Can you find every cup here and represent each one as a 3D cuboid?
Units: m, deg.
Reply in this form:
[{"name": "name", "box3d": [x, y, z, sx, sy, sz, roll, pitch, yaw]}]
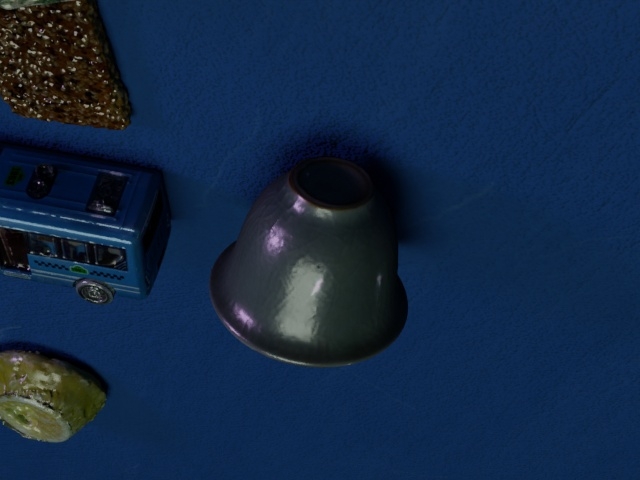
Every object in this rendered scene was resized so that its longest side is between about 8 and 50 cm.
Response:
[{"name": "cup", "box3d": [0.000, 0.000, 1.276, 0.199, 0.199, 0.150, 14, 130, 3]}]

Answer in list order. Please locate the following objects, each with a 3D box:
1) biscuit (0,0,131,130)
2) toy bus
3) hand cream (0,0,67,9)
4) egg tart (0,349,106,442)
[{"name": "biscuit", "box3d": [-0.256, -0.183, 1.218, 0.131, 0.026, 0.237, 7, 148, 11]}, {"name": "toy bus", "box3d": [-0.287, -0.025, 1.395, 0.246, 0.113, 0.134, 11, 144, 5]}, {"name": "hand cream", "box3d": [-0.267, -0.282, 1.030, 0.095, 0.059, 0.276, -4, 143, 18]}, {"name": "egg tart", "box3d": [-0.396, 0.219, 1.861, 0.197, 0.078, 0.197, 11, 146, 8]}]
